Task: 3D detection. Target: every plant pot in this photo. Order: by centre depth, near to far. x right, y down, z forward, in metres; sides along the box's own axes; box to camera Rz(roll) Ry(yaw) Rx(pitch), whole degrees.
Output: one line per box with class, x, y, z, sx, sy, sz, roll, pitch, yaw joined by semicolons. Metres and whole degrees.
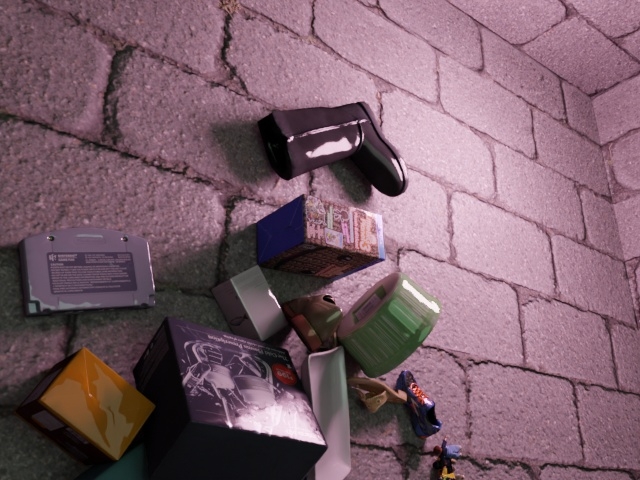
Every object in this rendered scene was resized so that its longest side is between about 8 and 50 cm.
plant pot;-0.389;0.511;1.355;0.166;0.165;0.234;58;39;-4

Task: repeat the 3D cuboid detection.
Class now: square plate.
square plate;0.012;0.452;1.664;0.347;0.049;0.345;18;69;-73

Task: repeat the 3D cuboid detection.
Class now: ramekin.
ramekin;0.187;0.232;1.881;0.148;0.303;0.303;44;48;-7

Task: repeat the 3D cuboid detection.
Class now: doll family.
doll family;0.383;0.700;1.994;0.111;0.076;0.193;14;58;-31

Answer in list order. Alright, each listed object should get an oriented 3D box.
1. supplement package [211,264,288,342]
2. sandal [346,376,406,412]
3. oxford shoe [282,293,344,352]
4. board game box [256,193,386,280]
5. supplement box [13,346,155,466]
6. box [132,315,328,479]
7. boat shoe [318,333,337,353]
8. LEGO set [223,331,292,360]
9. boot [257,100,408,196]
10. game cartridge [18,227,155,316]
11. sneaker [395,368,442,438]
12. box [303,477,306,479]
supplement package;-0.185;0.174;1.714;0.105;0.105;0.179;-28;89;-44
sandal;0.167;0.463;1.901;0.240;0.088;0.079;27;55;-37
oxford shoe;-0.012;0.199;1.701;0.130;0.348;0.123;-34;101;-7
board game box;0.000;0.000;1.863;0.290;0.232;0.141;13;64;-36
supplement box;-0.478;0.343;1.325;0.191;0.194;0.129;45;49;-16
box;-0.204;0.367;1.436;0.343;0.179;0.313;22;24;-34
boat shoe;0.015;0.301;1.863;0.049;0.056;0.152;4;69;-45
LEGO set;-0.184;0.321;1.661;0.227;0.087;0.093;26;47;-32
boot;0.049;-0.264;2.075;0.445;0.146;0.367;-19;74;-47
game cartridge;-0.531;0.068;1.502;0.294;0.060;0.196;1;74;-40
sneaker;0.308;0.495;2.006;0.083;0.087;0.221;-26;89;-45
box;-0.092;0.685;1.613;0.136;0.036;0.225;39;51;-21
